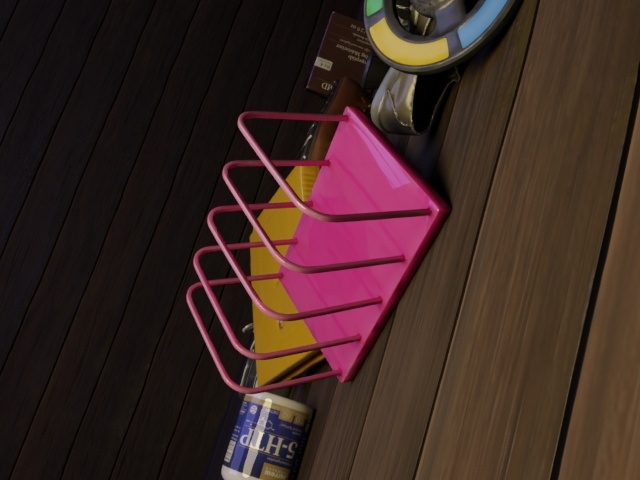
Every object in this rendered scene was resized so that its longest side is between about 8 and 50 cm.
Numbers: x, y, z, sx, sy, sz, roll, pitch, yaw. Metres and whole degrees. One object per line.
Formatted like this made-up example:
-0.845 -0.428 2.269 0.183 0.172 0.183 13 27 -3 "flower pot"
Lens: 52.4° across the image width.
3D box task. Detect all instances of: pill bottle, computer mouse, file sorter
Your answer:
-0.088 0.332 0.993 0.112 0.112 0.187 131 157 -72 "pill bottle"
0.152 -0.413 1.399 0.262 0.060 0.184 -56 -16 -69 "computer mouse"
-0.029 0.015 0.772 0.202 0.182 0.291 55 135 36 "file sorter"

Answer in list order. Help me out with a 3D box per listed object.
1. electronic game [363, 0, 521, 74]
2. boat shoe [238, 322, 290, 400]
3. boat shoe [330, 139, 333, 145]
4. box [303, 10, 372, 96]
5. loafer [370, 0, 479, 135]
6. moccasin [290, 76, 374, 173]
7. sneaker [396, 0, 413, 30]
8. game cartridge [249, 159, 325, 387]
0.142 -0.305 0.756 0.229 0.048 0.229 -12 72 42 "electronic game"
-0.092 0.196 1.318 0.105 0.113 0.306 21 102 39 "boat shoe"
0.077 -0.103 0.994 0.320 0.103 0.118 -82 -23 -76 "boat shoe"
0.068 -0.467 1.721 0.167 0.168 0.203 -115 45 -79 "box"
0.156 -0.242 0.832 0.087 0.094 0.251 44 118 44 "loafer"
0.039 -0.182 1.312 0.139 0.147 0.380 -59 5 41 "moccasin"
0.166 -0.374 0.969 0.300 0.111 0.121 153 140 -77 "sneaker"
-0.054 0.068 1.133 0.285 0.052 0.324 135 136 -55 "game cartridge"
